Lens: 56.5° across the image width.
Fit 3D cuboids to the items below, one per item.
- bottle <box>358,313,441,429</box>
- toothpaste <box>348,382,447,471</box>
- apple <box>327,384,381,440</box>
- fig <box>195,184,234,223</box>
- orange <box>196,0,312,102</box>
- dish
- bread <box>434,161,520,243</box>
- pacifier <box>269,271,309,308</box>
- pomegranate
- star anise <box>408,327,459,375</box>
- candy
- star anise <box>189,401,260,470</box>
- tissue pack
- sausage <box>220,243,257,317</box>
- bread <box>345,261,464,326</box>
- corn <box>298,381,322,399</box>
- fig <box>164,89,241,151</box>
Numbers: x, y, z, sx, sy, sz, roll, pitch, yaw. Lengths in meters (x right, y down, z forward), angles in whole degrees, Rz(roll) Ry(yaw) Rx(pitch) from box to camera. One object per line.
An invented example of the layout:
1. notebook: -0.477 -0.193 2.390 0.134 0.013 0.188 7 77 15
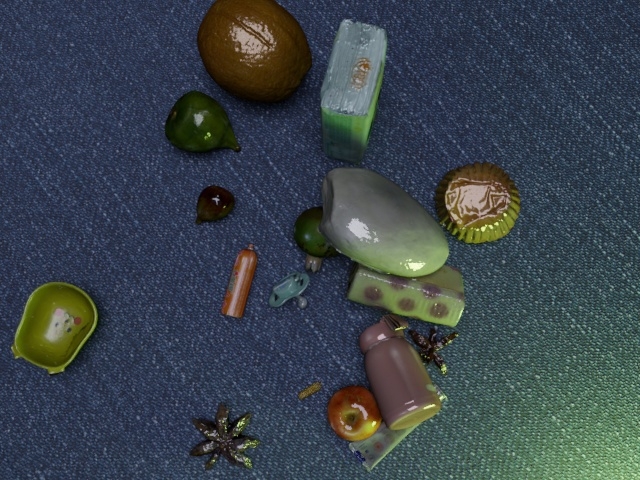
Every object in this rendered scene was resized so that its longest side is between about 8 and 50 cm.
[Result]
1. bottle: 0.226 0.373 1.732 0.173 0.206 0.297 -2 54 -28
2. toothpaste: 0.238 0.554 1.790 0.323 0.066 0.100 -38 87 -3
3. apple: 0.102 0.508 1.762 0.163 0.139 0.164 0 91 10
4. fig: -0.346 -0.103 1.892 0.109 0.103 0.155 43 111 13
5. orange: -0.202 -0.601 1.875 0.357 0.322 0.322 31 81 -1
6. dish: -0.790 0.265 1.812 0.221 0.108 0.263 23 79 4
7. bread: 0.499 -0.123 1.873 0.274 0.149 0.274 0 85 3
8. pacifier: -0.085 0.164 1.852 0.150 0.127 0.117 -36 118 10
9. pomegranate: 0.000 0.000 1.845 0.179 0.180 0.210 11 100 2
10. star anise: 0.343 0.324 1.794 0.158 0.144 0.141 10 72 3
11. candy: 0.193 -0.061 1.747 0.426 0.386 0.186 30 122 -9
12. star anise: -0.287 0.583 1.774 0.212 0.073 0.197 -2 82 -3
13. tissue pack: 0.097 -0.433 1.802 0.162 0.388 0.288 12 79 4
14. sausage: -0.248 0.123 1.860 0.071 0.071 0.234 14 80 2
15. bread: 0.255 0.140 1.804 0.338 0.155 0.187 15 38 1
16. corn: -0.030 0.458 1.821 0.083 0.028 0.027 -31 60 -5
17. fig: -0.362 -0.363 1.925 0.235 0.203 0.203 21 77 -37
